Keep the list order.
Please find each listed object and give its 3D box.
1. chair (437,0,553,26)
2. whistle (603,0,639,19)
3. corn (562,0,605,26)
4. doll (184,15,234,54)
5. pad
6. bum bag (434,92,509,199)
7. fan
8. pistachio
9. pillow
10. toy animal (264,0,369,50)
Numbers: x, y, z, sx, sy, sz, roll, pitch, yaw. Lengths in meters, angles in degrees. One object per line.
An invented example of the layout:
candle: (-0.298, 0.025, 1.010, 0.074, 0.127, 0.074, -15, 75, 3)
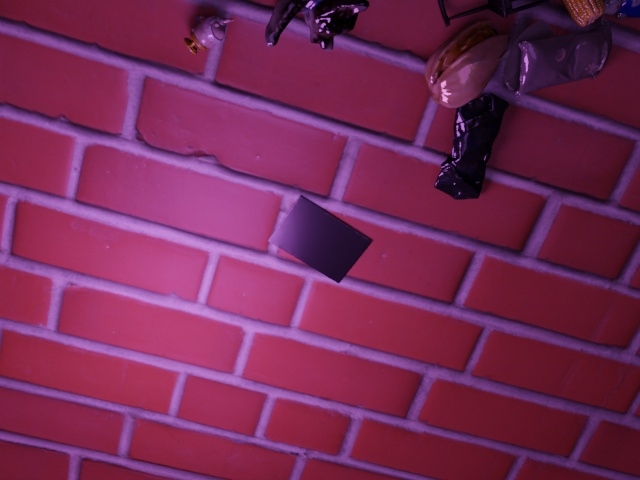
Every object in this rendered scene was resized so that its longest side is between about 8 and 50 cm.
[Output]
chair: (0.406, -0.598, 1.566, 0.260, 0.141, 0.155, -17, 117, 5)
whistle: (0.731, -0.577, 1.604, 0.244, 0.092, 0.110, 4, 111, -2)
corn: (0.591, -0.578, 1.569, 0.063, 0.085, 0.165, -25, 84, -4)
doll: (-0.270, -0.511, 1.636, 0.127, 0.073, 0.084, -31, 80, 15)
pad: (0.000, 0.000, 1.905, 0.245, 0.006, 0.170, 31, 112, -14)
bum bag: (0.387, -0.238, 1.764, 0.137, 0.074, 0.310, 2, 121, -15)
fan: (0.451, -0.432, 1.610, 0.310, 0.010, 0.182, -14, 129, -38)
pistachio: (0.355, -0.426, 1.643, 0.157, 0.157, 0.229, 41, 99, -17)
pillow: (0.591, -0.432, 1.640, 0.255, 0.059, 0.169, -16, 137, -11)
toy animal: (0.021, -0.598, 1.531, 0.302, 0.194, 0.344, 1, 120, 5)
